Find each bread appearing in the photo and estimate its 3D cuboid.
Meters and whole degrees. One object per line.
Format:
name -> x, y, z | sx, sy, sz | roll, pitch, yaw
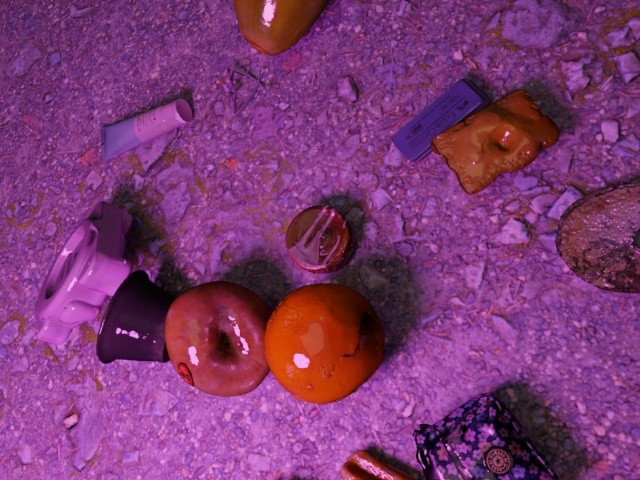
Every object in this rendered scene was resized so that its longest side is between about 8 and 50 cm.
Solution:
bread -> 0.367, -0.202, 1.115 | 0.233, 0.088, 0.161 | -31, 75, 10
bread -> 0.000, 0.000, 1.216 | 0.160, 0.073, 0.161 | -3, 79, 17

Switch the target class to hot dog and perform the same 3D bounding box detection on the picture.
hot dog -> 0.153, 0.509, 1.047 | 0.249, 0.102, 0.076 | 20, 128, 25

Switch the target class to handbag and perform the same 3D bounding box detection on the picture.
handbag -> 0.295, 0.413, 0.980 | 0.207, 0.127, 0.229 | -32, 71, -3

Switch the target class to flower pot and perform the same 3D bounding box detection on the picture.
flower pot -> -0.409, 0.203, 1.271 | 0.148, 0.235, 0.236 | 19, 86, 5

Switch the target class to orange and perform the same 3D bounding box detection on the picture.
orange -> 0.009, 0.207, 1.077 | 0.246, 0.246, 0.246 | -4, 77, 20

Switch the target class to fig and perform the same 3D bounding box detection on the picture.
fig -> -0.099, -0.622, 1.297 | 0.258, 0.258, 0.327 | 22, 106, 23

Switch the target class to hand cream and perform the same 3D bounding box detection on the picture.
hand cream -> -0.500, -0.310, 1.487 | 0.312, 0.070, 0.111 | -13, 76, 26

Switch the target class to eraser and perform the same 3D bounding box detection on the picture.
eraser -> 0.269, -0.269, 1.190 | 0.225, 0.036, 0.082 | -40, 66, 9

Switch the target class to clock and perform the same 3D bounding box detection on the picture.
clock -> -0.605, 0.085, 1.350 | 0.322, 0.113, 0.296 | -47, 36, 18

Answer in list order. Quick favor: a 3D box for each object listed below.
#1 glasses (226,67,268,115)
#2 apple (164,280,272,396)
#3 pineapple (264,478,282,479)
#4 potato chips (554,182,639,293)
glasses -> -0.190, -0.402, 1.398 | 0.103, 0.062, 0.140 | -10, 74, -4
apple -> -0.217, 0.214, 1.174 | 0.260, 0.194, 0.261 | 1, 88, -20
pineapple -> -0.048, 0.577, 1.080 | 0.135, 0.079, 0.233 | -44, 45, -2
potato chips -> 0.561, 0.001, 1.004 | 0.202, 0.029, 0.220 | -33, 58, 24
